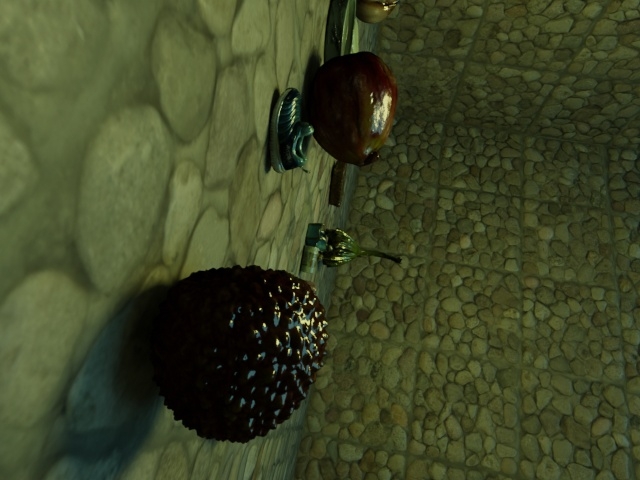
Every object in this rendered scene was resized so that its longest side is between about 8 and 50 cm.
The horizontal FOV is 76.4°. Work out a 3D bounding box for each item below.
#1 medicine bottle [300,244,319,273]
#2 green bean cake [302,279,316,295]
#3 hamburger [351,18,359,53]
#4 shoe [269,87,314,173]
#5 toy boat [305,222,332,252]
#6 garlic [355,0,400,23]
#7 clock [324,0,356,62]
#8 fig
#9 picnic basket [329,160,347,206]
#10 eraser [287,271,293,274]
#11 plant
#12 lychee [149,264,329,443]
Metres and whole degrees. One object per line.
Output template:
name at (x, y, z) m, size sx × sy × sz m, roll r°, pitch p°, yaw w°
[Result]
medicine bottle at (-0.034, 0.059, 1.277) m, size 0.047 × 0.047 × 0.083 m, roll 12°, pitch 89°, yaw -84°
green bean cake at (-0.055, 0.170, 1.062) m, size 0.135 × 0.057 × 0.135 m, roll 162°, pitch -61°, yaw -75°
hamburger at (0.088, -0.627, 1.264) m, size 0.084 × 0.054 × 0.121 m, roll -65°, pitch 162°, yaw -50°
shoe at (-0.046, -0.184, 0.689) m, size 0.064 × 0.071 × 0.142 m, roll -54°, pitch 149°, yaw -77°
toy boat at (0.000, 0.000, 1.346) m, size 0.185 × 0.077 × 0.075 m, roll 82°, pitch 18°, yaw -70°
garlic at (0.169, -0.802, 1.256) m, size 0.160 × 0.191 × 0.213 m, roll -3°, pitch 117°, yaw -58°
clock at (0.055, -0.551, 1.090) m, size 0.226 × 0.049 × 0.225 m, roll 11°, pitch 90°, yaw -84°
fig at (0.072, -0.309, 0.947) m, size 0.224 × 0.224 × 0.262 m, roll 77°, pitch 27°, yaw -74°
picnic basket at (0.073, -0.238, 1.710) m, size 0.110 × 0.055 × 0.193 m, roll -73°, pitch 171°, yaw -51°
eraser at (-0.087, 0.112, 1.025) m, size 0.083 × 0.019 × 0.038 m, roll -64°, pitch 165°, yaw -66°
plant at (0.152, 0.073, 1.780) m, size 0.251 × 0.334 × 0.180 m, roll -116°, pitch -130°, yaw -80°
lychee at (-0.080, 0.109, 0.412) m, size 0.188 × 0.188 × 0.187 m, roll 10°, pitch 90°, yaw -84°
